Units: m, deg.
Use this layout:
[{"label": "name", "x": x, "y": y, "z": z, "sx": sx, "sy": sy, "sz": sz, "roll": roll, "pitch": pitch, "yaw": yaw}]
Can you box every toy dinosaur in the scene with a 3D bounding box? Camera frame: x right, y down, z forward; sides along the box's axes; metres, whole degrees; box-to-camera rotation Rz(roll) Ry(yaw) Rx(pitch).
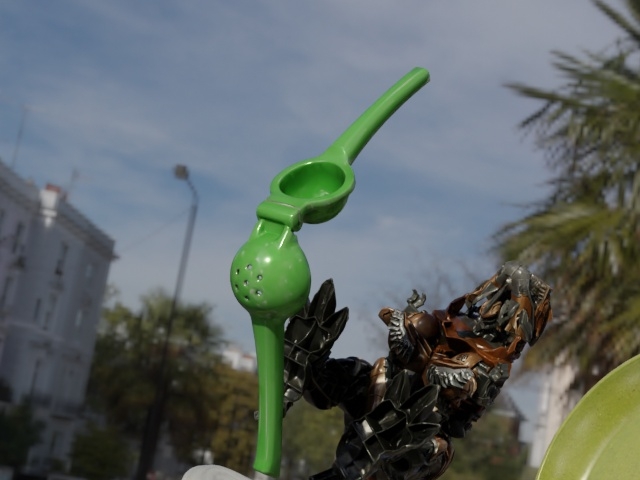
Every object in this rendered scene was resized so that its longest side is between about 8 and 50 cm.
[{"label": "toy dinosaur", "x": 0.067, "y": 0.149, "z": 0.993, "sx": 0.164, "sy": 0.321, "sz": 0.218, "roll": 18, "pitch": -10, "yaw": 32}]

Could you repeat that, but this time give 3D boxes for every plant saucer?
[{"label": "plant saucer", "x": 0.251, "y": 0.178, "z": 0.831, "sx": 0.037, "sy": 0.241, "sz": 0.241, "roll": 38, "pitch": -26, "yaw": -31}]

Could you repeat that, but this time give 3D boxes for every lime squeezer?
[{"label": "lime squeezer", "x": 0.000, "y": 0.000, "z": 0.804, "sx": 0.110, "sy": 0.310, "sz": 0.059, "roll": 31, "pitch": -15, "yaw": -38}]

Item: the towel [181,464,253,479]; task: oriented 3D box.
[{"label": "towel", "x": 0.000, "y": 0.228, "z": 0.385, "sx": 0.209, "sy": 0.285, "sz": 0.034, "roll": 28, "pitch": 23, "yaw": 13}]
